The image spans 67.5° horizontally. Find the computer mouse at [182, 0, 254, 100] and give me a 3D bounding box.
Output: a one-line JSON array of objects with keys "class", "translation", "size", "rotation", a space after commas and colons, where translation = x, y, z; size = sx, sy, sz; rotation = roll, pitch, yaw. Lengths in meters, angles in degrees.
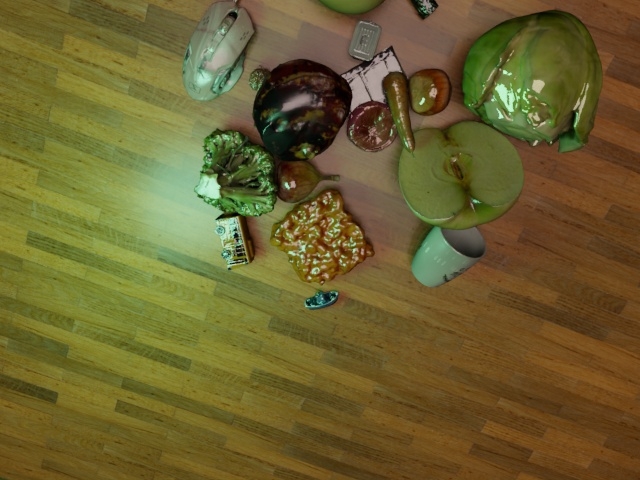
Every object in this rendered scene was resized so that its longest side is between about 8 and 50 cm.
[{"class": "computer mouse", "translation": [-0.335, -0.636, 1.567], "size": [0.199, 0.115, 0.389], "rotation": [29, 107, -10]}]

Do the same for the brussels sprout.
[{"class": "brussels sprout", "translation": [0.660, -0.495, 1.444], "size": [0.425, 0.342, 0.361], "rotation": [20, 98, -21]}]

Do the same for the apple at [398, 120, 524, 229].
[{"class": "apple", "translation": [0.448, -0.220, 1.554], "size": [0.320, 0.360, 0.311], "rotation": [12, 143, -30]}]

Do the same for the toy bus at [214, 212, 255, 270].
[{"class": "toy bus", "translation": [-0.312, 0.000, 1.773], "size": [0.114, 0.098, 0.201], "rotation": [-10, 105, 6]}]

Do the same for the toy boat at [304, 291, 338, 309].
[{"class": "toy boat", "translation": [0.005, 0.226, 1.847], "size": [0.137, 0.060, 0.061], "rotation": [-13, 128, 10]}]

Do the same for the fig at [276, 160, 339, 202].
[{"class": "fig", "translation": [-0.058, -0.224, 1.690], "size": [0.143, 0.231, 0.160], "rotation": [33, 137, 36]}]

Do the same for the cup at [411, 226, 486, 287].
[{"class": "cup", "translation": [0.466, 0.042, 1.710], "size": [0.186, 0.258, 0.234], "rotation": [56, 141, 21]}]

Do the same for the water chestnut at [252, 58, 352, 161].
[{"class": "water chestnut", "translation": [-0.068, -0.441, 1.537], "size": [0.335, 0.335, 0.347], "rotation": [-16, 62, 8]}]

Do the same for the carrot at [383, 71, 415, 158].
[{"class": "carrot", "translation": [0.269, -0.406, 1.574], "size": [0.078, 0.078, 0.298], "rotation": [-13, 89, 7]}]

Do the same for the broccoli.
[{"class": "broccoli", "translation": [-0.291, -0.217, 1.611], "size": [0.321, 0.283, 0.304], "rotation": [8, 110, 21]}]

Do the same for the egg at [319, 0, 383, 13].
[{"class": "egg", "translation": [0.070, -0.847, 1.381], "size": [0.301, 0.301, 0.374], "rotation": [-32, 102, 12]}]

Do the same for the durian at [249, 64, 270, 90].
[{"class": "durian", "translation": [-0.204, -0.545, 1.612], "size": [0.080, 0.080, 0.091], "rotation": [-8, 91, 5]}]

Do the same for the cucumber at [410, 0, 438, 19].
[{"class": "cucumber", "translation": [0.267, -0.838, 1.501], "size": [0.067, 0.067, 0.293], "rotation": [-35, 102, 12]}]

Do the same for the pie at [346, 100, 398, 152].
[{"class": "pie", "translation": [0.179, -0.390, 1.641], "size": [0.182, 0.049, 0.182], "rotation": [-2, 121, -3]}]

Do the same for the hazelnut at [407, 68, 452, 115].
[{"class": "hazelnut", "translation": [0.362, -0.490, 1.579], "size": [0.150, 0.150, 0.150], "rotation": [1, 107, 2]}]

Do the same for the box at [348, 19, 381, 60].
[{"class": "box", "translation": [0.145, -0.641, 1.555], "size": [0.084, 0.069, 0.122], "rotation": [19, 99, 4]}]

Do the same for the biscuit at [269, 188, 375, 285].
[{"class": "biscuit", "translation": [0.000, 0.000, 1.752], "size": [0.318, 0.110, 0.312], "rotation": [-31, 105, 11]}]

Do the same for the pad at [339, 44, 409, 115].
[{"class": "pad", "translation": [0.177, -0.526, 1.625], "size": [0.233, 0.022, 0.174], "rotation": [-29, 103, 9]}]
